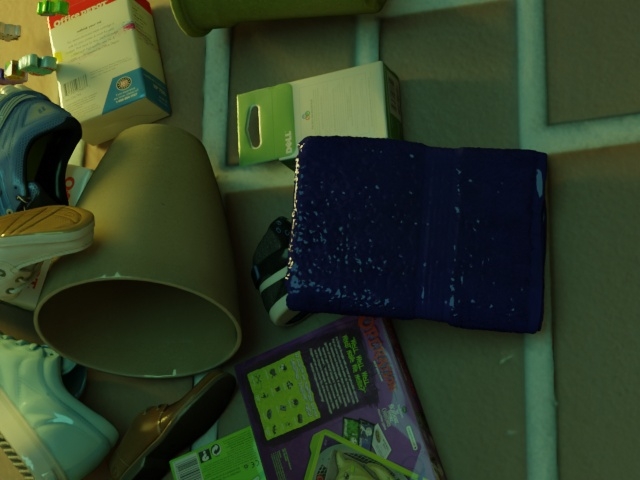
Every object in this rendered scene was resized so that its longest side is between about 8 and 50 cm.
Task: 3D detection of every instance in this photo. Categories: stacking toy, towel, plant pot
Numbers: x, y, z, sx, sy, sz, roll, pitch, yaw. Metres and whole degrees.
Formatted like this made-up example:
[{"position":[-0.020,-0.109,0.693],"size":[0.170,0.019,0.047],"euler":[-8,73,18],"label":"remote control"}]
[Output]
[{"position":[-0.413,-0.237,2.080],"size":[0.221,0.052,0.167],"euler":[-7,77,50],"label":"stacking toy"},{"position":[0.116,-0.007,1.769],"size":[0.308,0.076,0.228],"euler":[5,71,0],"label":"towel"},{"position":[-0.039,-0.392,1.920],"size":[0.253,0.276,0.276],"euler":[7,77,14],"label":"plant pot"},{"position":[-0.220,-0.003,1.891],"size":[0.256,0.256,0.274],"euler":[-12,55,20],"label":"plant pot"}]

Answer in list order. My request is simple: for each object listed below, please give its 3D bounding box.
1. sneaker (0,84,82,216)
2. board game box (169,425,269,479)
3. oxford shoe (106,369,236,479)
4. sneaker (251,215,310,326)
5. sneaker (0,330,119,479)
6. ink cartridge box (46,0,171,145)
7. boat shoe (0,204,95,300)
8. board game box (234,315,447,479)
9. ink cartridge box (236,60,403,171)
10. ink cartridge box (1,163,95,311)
[{"position":[-0.407,-0.035,1.892],"size":[0.147,0.130,0.330],"euler":[20,85,30],"label":"sneaker"},{"position":[-0.097,0.371,1.821],"size":[0.124,0.039,0.260],"euler":[-25,63,16],"label":"board game box"},{"position":[-0.197,0.231,1.887],"size":[0.212,0.076,0.076],"euler":[-44,58,7],"label":"oxford shoe"},{"position":[0.000,0.000,1.866],"size":[0.217,0.079,0.121],"euler":[-36,64,10],"label":"sneaker"},{"position":[-0.391,0.187,1.975],"size":[0.150,0.135,0.366],"euler":[-31,56,-20],"label":"sneaker"},{"position":[-0.301,-0.266,2.078],"size":[0.134,0.078,0.231],"euler":[-19,68,18],"label":"ink cartridge box"},{"position":[-0.378,0.023,1.782],"size":[0.277,0.098,0.096],"euler":[-8,106,29],"label":"boat shoe"},{"position":[0.037,0.271,1.788],"size":[0.208,0.056,0.347],"euler":[-26,66,19],"label":"board game box"},{"position":[-0.001,-0.152,1.922],"size":[0.209,0.062,0.109],"euler":[-11,70,21],"label":"ink cartridge box"},{"position":[-0.424,-0.016,2.034],"size":[0.278,0.117,0.201],"euler":[13,80,26],"label":"ink cartridge box"}]
